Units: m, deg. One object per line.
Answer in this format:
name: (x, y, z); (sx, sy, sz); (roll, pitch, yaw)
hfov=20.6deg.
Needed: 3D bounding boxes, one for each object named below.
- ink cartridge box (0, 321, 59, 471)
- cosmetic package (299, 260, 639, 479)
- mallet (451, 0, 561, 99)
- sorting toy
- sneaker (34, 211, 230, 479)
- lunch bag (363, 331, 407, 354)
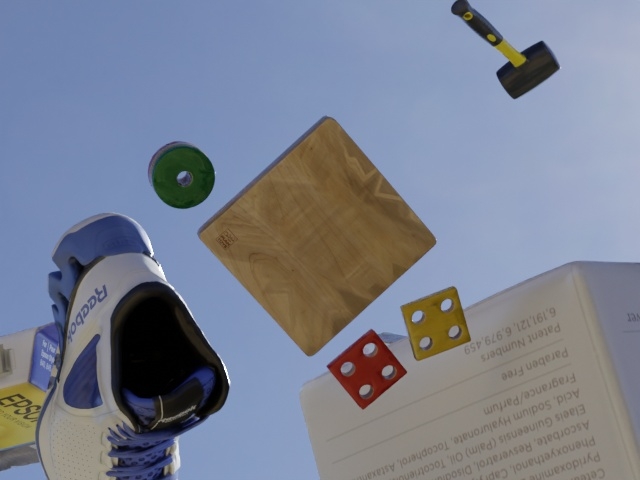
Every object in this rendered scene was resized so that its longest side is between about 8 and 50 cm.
ink cartridge box: (-0.309, 0.169, 1.793); (0.307, 0.072, 0.303); (-13, -20, 9)
cosmetic package: (0.240, 0.252, 1.485); (0.327, 0.394, 0.329); (-28, -20, 39)
mallet: (0.168, -0.188, 1.730); (0.062, 0.039, 0.189); (-39, -32, 22)
sorting toy: (0.000, 0.000, 1.323); (0.132, 0.046, 0.274); (-42, -69, -1)
sneaker: (-0.170, 0.152, 1.575); (0.127, 0.182, 0.316); (-11, -63, -25)
lunch bag: (0.085, 0.135, 1.795); (0.083, 0.071, 0.053); (7, 12, 41)
